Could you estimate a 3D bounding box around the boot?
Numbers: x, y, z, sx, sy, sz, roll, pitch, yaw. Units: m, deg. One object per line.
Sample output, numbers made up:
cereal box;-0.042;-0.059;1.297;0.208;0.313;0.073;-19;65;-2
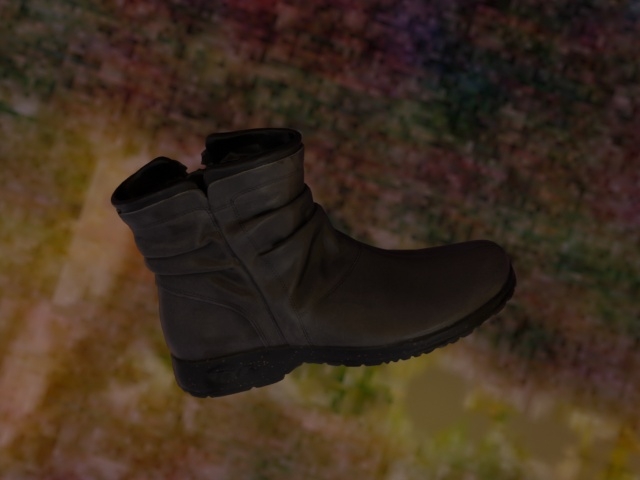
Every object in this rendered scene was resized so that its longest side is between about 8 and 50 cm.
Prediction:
boot;0.000;0.000;1.524;0.338;0.222;0.118;-16;-156;-5
